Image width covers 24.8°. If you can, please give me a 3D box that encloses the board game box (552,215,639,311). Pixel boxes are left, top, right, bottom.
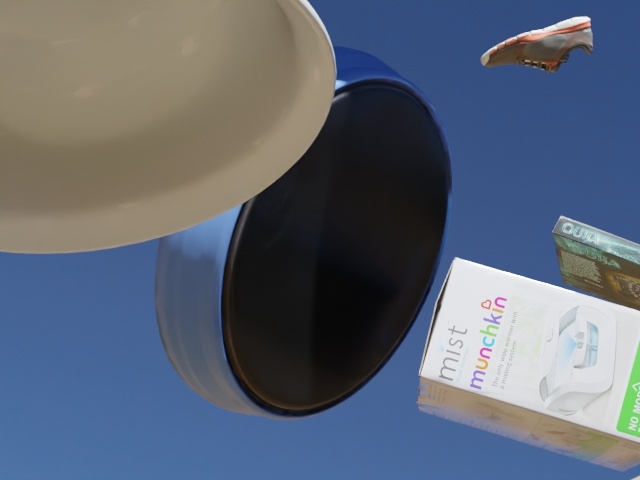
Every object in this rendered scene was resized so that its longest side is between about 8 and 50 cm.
[{"bbox_3d":[0.354,0.042,1.630,0.186,0.026,0.126,22,-21,25],"label":"board game box"}]

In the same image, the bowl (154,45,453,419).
[{"bbox_3d":[0.000,0.000,1.475,0.077,0.391,0.391,21,-19,36],"label":"bowl"}]

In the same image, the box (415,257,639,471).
[{"bbox_3d":[0.217,0.131,1.420,0.231,0.127,0.262,17,-11,8],"label":"box"}]

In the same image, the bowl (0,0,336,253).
[{"bbox_3d":[-0.148,-0.123,0.845,0.298,0.134,0.298,-9,-29,-5],"label":"bowl"}]

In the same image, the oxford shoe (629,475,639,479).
[{"bbox_3d":[0.317,0.232,1.186,0.397,0.146,0.140,-6,-62,-2],"label":"oxford shoe"}]

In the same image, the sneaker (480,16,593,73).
[{"bbox_3d":[0.299,-0.255,1.985,0.158,0.065,0.061,-17,4,9],"label":"sneaker"}]
